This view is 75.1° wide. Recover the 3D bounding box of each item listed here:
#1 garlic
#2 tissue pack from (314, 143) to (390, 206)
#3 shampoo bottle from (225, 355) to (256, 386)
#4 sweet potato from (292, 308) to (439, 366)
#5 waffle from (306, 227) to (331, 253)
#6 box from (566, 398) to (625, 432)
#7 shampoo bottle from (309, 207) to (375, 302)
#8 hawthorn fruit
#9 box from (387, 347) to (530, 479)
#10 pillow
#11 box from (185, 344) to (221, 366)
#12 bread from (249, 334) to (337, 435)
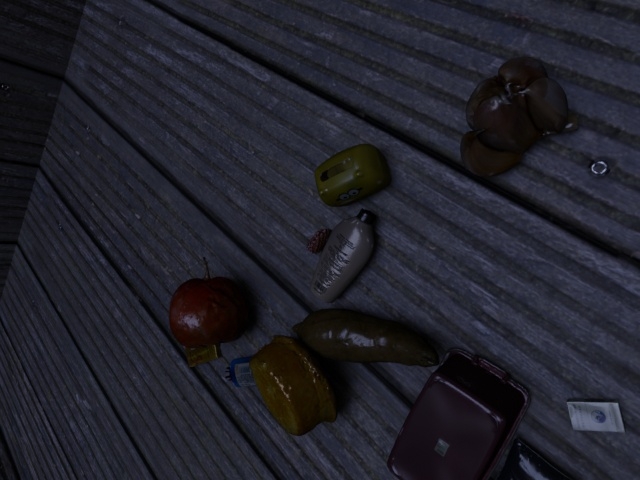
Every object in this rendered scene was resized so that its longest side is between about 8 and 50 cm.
[{"bbox_3d":[0.362,-0.246,0.821,0.214,0.191,0.160,-35,44,41],"label":"garlic"},{"bbox_3d":[0.072,-0.160,1.035,0.178,0.127,0.123,-22,74,32],"label":"tissue pack"},{"bbox_3d":[-0.218,0.399,1.267,0.182,0.050,0.087,-17,81,33],"label":"shampoo bottle"},{"bbox_3d":[0.103,0.236,0.991,0.422,0.130,0.131,2,90,41],"label":"sweet potato"},{"bbox_3d":[0.000,0.000,1.110,0.029,0.075,0.083,41,97,23],"label":"waffle"},{"bbox_3d":[0.511,0.324,0.774,0.083,0.024,0.054,-14,79,35],"label":"box"},{"bbox_3d":[0.062,0.035,1.063,0.127,0.078,0.257,43,114,34],"label":"shampoo bottle"},{"bbox_3d":[-0.340,0.186,1.260,0.241,0.241,0.272,-17,76,33],"label":"hawthorn fruit"},{"bbox_3d":[0.274,0.391,0.852,0.193,0.167,0.294,29,105,30],"label":"box"},{"bbox_3d":[0.404,0.518,0.822,0.141,0.055,0.209,32,108,31],"label":"pillow"},{"bbox_3d":[-0.401,0.371,1.413,0.156,0.022,0.089,-27,72,32],"label":"box"},{"bbox_3d":[-0.069,0.366,1.062,0.268,0.145,0.269,37,142,36],"label":"bread"}]
